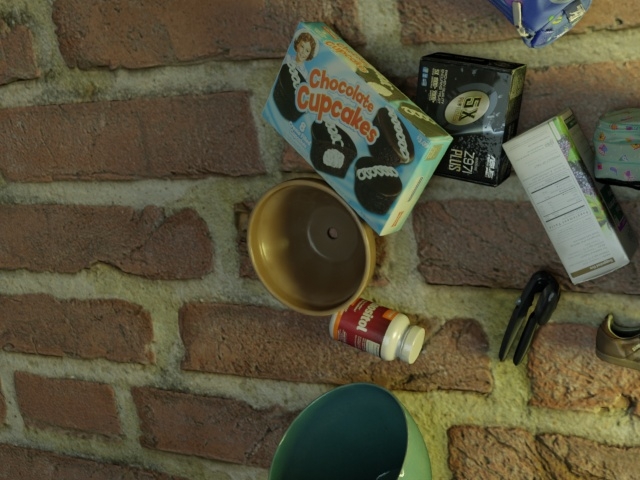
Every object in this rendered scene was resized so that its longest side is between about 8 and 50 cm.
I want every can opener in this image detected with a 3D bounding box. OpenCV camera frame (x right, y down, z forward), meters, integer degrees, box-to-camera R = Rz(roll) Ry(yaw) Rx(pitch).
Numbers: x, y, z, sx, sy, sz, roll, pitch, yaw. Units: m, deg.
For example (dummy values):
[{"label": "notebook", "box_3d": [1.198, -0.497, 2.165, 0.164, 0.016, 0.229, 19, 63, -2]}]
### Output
[{"label": "can opener", "box_3d": [0.329, 0.126, 1.449, 0.059, 0.073, 0.186, 28, 127, 9]}]

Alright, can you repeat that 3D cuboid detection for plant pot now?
[{"label": "plant pot", "box_3d": [0.082, 0.422, 1.581, 0.290, 0.290, 0.195, -20, 132, 32]}, {"label": "plant pot", "box_3d": [0.000, 0.000, 1.556, 0.237, 0.110, 0.237, 10, 111, 26]}]

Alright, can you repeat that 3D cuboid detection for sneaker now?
[{"label": "sneaker", "box_3d": [0.507, 0.160, 1.354, 0.188, 0.066, 0.071, 8, 109, 26]}]

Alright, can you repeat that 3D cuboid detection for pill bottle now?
[{"label": "pill bottle", "box_3d": [0.099, 0.155, 1.567, 0.152, 0.086, 0.086, 20, 115, 21]}]

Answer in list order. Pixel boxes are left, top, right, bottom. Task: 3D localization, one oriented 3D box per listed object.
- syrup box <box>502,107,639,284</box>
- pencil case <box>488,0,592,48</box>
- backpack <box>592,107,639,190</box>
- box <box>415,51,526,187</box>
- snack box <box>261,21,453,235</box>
[{"label": "syrup box", "box_3d": [0.372, -0.066, 1.339, 0.096, 0.093, 0.237, -27, 92, 32]}, {"label": "pencil case", "box_3d": [0.246, -0.400, 1.279, 0.306, 0.133, 0.119, 47, 155, 9]}, {"label": "backpack", "box_3d": [0.469, -0.125, 1.249, 0.182, 0.152, 0.115, 7, 104, 40]}, {"label": "box", "box_3d": [0.224, -0.187, 1.390, 0.147, 0.077, 0.180, 15, 113, 24]}, {"label": "snack box", "box_3d": [0.047, -0.183, 1.443, 0.322, 0.060, 0.187, 47, 129, 27]}]
